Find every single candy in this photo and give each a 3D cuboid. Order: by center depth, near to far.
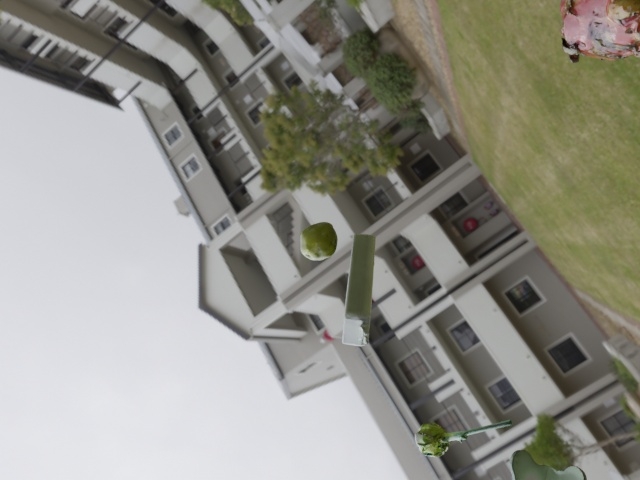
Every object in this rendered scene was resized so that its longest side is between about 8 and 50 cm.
[{"bbox_3d":[0.244,0.331,0.938,0.062,0.194,0.058,12,-123,-40],"label":"candy"}]

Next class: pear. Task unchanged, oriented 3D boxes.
[{"bbox_3d":[0.000,0.000,1.254,0.092,0.097,0.092,23,163,7],"label":"pear"}]

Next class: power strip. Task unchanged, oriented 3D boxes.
[{"bbox_3d":[0.091,0.098,1.239,0.338,0.058,0.098,-78,-10,-52],"label":"power strip"}]

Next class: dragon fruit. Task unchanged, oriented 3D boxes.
[{"bbox_3d":[0.772,-0.612,1.350,0.263,0.296,0.314,-70,-18,-75],"label":"dragon fruit"}]

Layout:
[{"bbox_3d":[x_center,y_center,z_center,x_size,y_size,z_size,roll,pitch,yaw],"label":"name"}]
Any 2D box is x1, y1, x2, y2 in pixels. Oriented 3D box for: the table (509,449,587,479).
[{"bbox_3d":[0.365,0.471,0.913,0.166,0.167,0.198,42,-121,-35],"label":"table"}]
